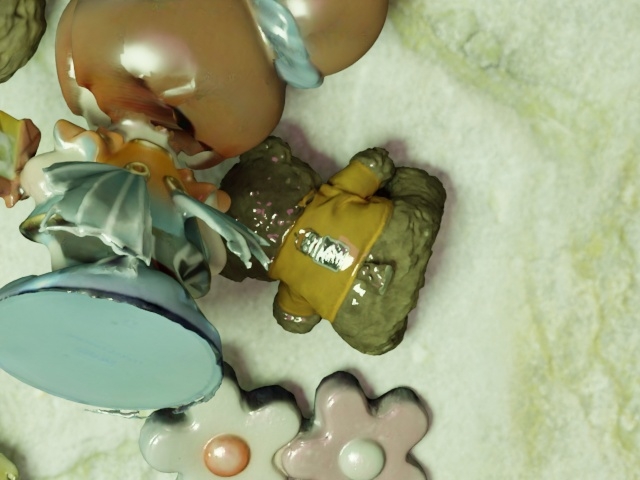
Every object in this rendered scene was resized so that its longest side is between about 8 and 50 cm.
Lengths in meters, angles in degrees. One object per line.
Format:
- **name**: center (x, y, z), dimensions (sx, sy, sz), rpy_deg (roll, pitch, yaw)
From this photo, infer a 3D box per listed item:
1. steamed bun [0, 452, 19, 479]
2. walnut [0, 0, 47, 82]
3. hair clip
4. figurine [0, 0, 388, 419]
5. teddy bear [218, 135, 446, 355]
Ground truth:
- **steamed bun**: center (-0.349, 0.210, 1.662), dimensions (0.177, 0.106, 0.192), rpy_deg (37, 108, -11)
- **walnut**: center (-0.310, -0.181, 1.528), dimensions (0.178, 0.230, 0.178), rpy_deg (5, 101, 28)
- **hair clip**: center (-0.028, 0.178, 1.673), dimensions (0.257, 0.075, 0.146), rpy_deg (8, 97, -6)
- **figurine**: center (-0.125, -0.093, 1.484), dimensions (0.276, 0.388, 0.248), rpy_deg (28, 145, -25)
- **teddy bear**: center (0.000, 0.000, 1.606), dimensions (0.190, 0.140, 0.177), rpy_deg (24, 104, 4)
